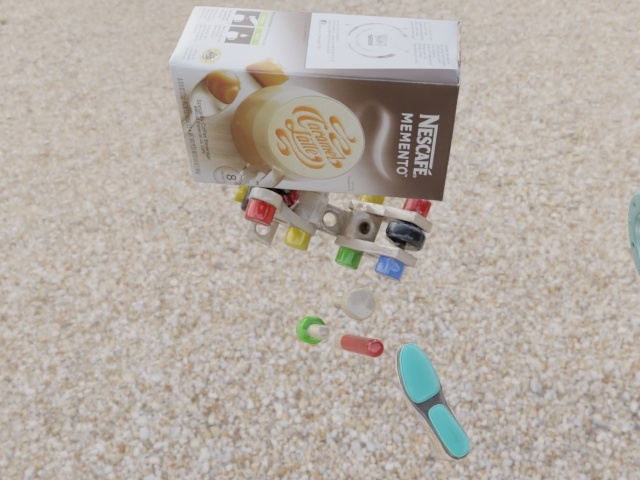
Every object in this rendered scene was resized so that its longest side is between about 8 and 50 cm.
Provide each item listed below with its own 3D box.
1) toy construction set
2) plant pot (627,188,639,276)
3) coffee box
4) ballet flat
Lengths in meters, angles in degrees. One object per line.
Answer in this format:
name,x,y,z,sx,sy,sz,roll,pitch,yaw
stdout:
toy construction set,0.000,0.000,0.963,0.257,0.309,0.237,-4,-2,-21
plant pot,0.668,-0.014,1.173,0.235,0.293,0.293,-9,33,8
coffee box,0.000,-0.127,0.651,0.246,0.141,0.098,4,49,6
ballet flat,0.264,0.412,1.747,0.107,0.106,0.316,-17,70,-19
